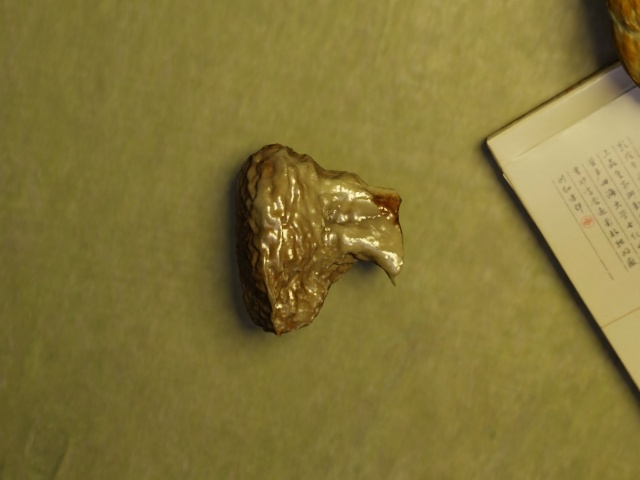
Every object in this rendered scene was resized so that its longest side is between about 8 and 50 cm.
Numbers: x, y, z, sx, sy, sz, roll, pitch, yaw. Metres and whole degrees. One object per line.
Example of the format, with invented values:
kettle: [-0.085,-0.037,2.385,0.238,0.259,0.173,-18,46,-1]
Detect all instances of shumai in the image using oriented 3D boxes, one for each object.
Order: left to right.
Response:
shumai: [0.000,0.000,1.288,0.176,0.166,0.206,-1,107,-12]

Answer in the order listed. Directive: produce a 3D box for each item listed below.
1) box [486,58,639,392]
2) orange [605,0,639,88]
box: [0.352,-0.004,1.257,0.205,0.051,0.365,-31,97,16]
orange: [0.417,-0.237,1.063,0.329,0.249,0.329,-3,121,-6]
